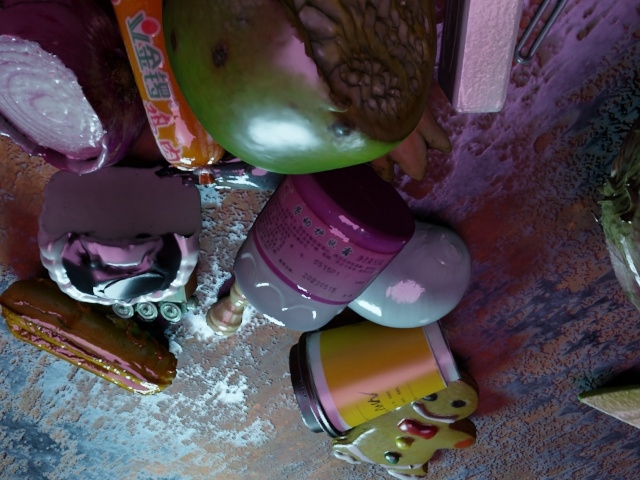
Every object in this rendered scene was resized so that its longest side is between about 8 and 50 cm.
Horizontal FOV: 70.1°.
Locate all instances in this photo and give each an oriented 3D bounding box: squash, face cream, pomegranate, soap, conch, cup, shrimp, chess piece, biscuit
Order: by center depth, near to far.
[{"bbox_3d":[-0.008,-0.188,0.474,0.216,0.309,0.358,-7,145,32],"label":"pomegranate"},{"bbox_3d":[0.174,-0.246,0.496,0.064,0.121,0.183,0,124,6],"label":"soap"},{"bbox_3d":[0.000,0.000,0.606,0.175,0.175,0.195,30,120,-14],"label":"face cream"},{"bbox_3d":[-0.088,-0.146,0.631,0.289,0.075,0.178,3,120,5],"label":"shrimp"},{"bbox_3d":[0.124,0.051,0.709,0.221,0.121,0.185,-19,97,7],"label":"conch"},{"bbox_3d":[0.092,0.222,0.809,0.280,0.196,0.196,-22,120,12],"label":"cup"},{"bbox_3d":[-0.156,0.112,0.829,0.066,0.066,0.122,29,119,-14],"label":"chess piece"},{"bbox_3d":[0.653,0.355,0.868,0.289,0.111,0.203,-13,89,11],"label":"squash"},{"bbox_3d":[0.184,0.400,0.961,0.283,0.064,0.432,20,132,-7],"label":"biscuit"}]

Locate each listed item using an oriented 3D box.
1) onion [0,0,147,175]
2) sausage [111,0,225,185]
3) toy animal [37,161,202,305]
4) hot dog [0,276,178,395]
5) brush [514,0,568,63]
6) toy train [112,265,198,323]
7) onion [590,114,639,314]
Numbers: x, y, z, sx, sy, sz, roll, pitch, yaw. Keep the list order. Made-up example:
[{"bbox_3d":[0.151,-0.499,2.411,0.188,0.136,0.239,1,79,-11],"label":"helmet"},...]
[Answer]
[{"bbox_3d":[-0.298,-0.199,0.551,0.201,0.200,0.207,-30,121,24],"label":"onion"},{"bbox_3d":[-0.176,-0.215,0.526,0.093,0.093,0.312,-7,108,12],"label":"sausage"},{"bbox_3d":[-0.290,-0.012,0.678,0.208,0.204,0.156,-1,146,-23],"label":"toy animal"},{"bbox_3d":[-0.430,0.179,0.874,0.349,0.117,0.158,31,143,-12],"label":"hot dog"},{"bbox_3d":[0.290,-0.322,0.492,0.062,0.027,0.266,19,129,-6],"label":"brush"},{"bbox_3d":[-0.306,0.082,0.822,0.176,0.074,0.118,5,116,9],"label":"toy train"},{"bbox_3d":[0.456,-0.020,0.484,0.354,0.353,0.353,3,126,5],"label":"onion"}]
